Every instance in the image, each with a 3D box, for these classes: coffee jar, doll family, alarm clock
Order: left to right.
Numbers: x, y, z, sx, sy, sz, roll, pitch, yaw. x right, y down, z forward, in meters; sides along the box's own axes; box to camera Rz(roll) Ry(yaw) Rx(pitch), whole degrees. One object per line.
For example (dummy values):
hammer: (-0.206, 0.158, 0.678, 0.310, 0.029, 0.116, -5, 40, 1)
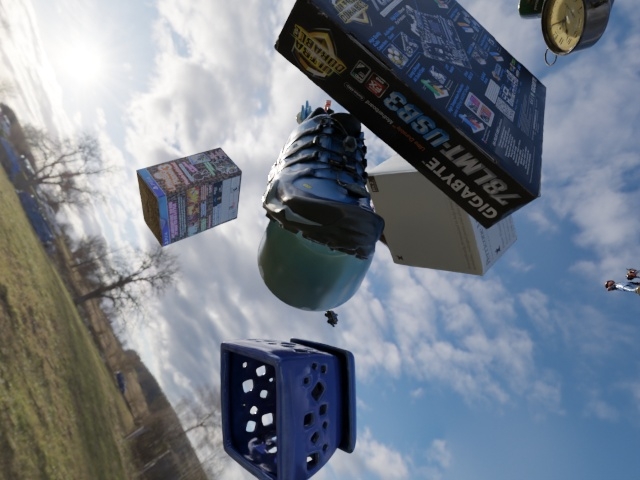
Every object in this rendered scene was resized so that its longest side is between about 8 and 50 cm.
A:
coffee jar: (0.547, -0.545, 0.892, 0.185, 0.079, 0.096, 22, -65, 37)
alarm clock: (0.479, -0.415, 0.774, 0.192, 0.064, 0.129, 82, -7, -70)
doll family: (0.794, 0.098, 0.979, 0.111, 0.193, 0.075, -132, -135, -83)

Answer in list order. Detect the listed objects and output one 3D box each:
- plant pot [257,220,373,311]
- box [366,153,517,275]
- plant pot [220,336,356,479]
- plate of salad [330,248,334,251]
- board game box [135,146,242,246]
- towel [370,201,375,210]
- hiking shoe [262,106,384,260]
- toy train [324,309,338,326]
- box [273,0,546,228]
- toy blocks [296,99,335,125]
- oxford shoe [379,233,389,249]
plant pot: (0.000, 0.000, 0.973, 0.293, 0.293, 0.235, 52, -23, 14)
box: (0.193, -0.055, 0.656, 0.182, 0.119, 0.180, 6, -54, 52)
plant pot: (-0.057, 0.318, 0.816, 0.236, 0.212, 0.235, -5, -94, 51)
plate of salad: (0.042, 0.063, 1.236, 0.200, 0.048, 0.199, -24, -125, 40)
board game box: (-0.429, -0.147, 1.343, 0.141, 0.291, 0.231, 47, -37, 24)
towel: (0.100, -0.109, 1.277, 0.144, 0.197, 0.029, 9, -73, 27)
hiking shoe: (0.001, -0.086, 0.462, 0.131, 0.113, 0.304, -64, -157, 16)
toy train: (0.018, 0.184, 1.211, 0.158, 0.036, 0.027, 70, -21, -1)
box: (0.138, -0.204, 0.483, 0.293, 0.295, 0.073, 37, -42, -6)
toy blocks: (-0.009, -0.309, 1.018, 0.054, 0.123, 0.148, 43, -19, 16)
oxford shoe: (0.215, -0.001, 1.236, 0.271, 0.097, 0.098, -153, -132, -71)
